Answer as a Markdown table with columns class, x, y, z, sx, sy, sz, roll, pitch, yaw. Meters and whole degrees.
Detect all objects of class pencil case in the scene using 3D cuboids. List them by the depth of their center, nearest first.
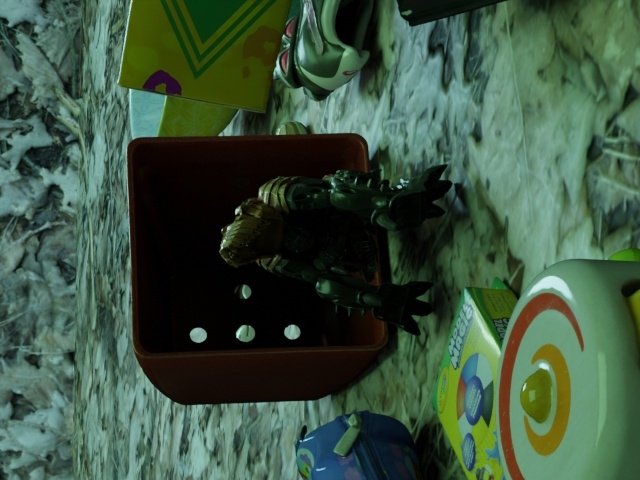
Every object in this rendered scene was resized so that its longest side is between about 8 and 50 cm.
| class | x | y | z | sx | sy | sz | roll | pitch | yaw |
| --- | --- | --- | --- | --- | --- | --- | --- | --- | --- |
| pencil case | 0.063 | 0.283 | 1.670 | 0.306 | 0.119 | 0.133 | -111 | 8 | -52 |

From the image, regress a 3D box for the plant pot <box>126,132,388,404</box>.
| class | x | y | z | sx | sy | sz | roll | pitch | yaw |
| --- | --- | --- | --- | --- | --- | --- | --- | --- | --- |
| plant pot | -0.081 | 0.056 | 2.003 | 0.236 | 0.267 | 0.267 | 101 | 166 | -60 |

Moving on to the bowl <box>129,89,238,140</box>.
| class | x | y | z | sx | sy | sz | roll | pitch | yaw |
| --- | --- | --- | --- | --- | --- | --- | --- | --- | --- |
| bowl | -0.162 | -0.250 | 2.477 | 0.289 | 0.156 | 0.289 | -175 | 90 | -73 |

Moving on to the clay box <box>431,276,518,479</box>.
| class | x | y | z | sx | sy | sz | roll | pitch | yaw |
| --- | --- | --- | --- | --- | --- | --- | --- | --- | --- |
| clay box | 0.152 | 0.135 | 1.536 | 0.222 | 0.053 | 0.127 | -116 | 35 | -57 |

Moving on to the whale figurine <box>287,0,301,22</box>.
| class | x | y | z | sx | sy | sz | roll | pitch | yaw |
| --- | --- | --- | --- | --- | --- | --- | --- | --- | --- |
| whale figurine | -0.069 | -0.348 | 2.305 | 0.272 | 0.141 | 0.216 | -65 | -11 | -64 |

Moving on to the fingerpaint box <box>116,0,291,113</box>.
| class | x | y | z | sx | sy | sz | roll | pitch | yaw |
| --- | --- | --- | --- | --- | --- | --- | --- | --- | --- |
| fingerpaint box | -0.084 | -0.412 | 1.814 | 0.445 | 0.163 | 0.371 | -89 | 12 | -51 |

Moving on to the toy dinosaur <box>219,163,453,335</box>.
| class | x | y | z | sx | sy | sz | roll | pitch | yaw |
| --- | --- | --- | --- | --- | --- | --- | --- | --- | --- |
| toy dinosaur | 0.000 | 0.000 | 1.762 | 0.322 | 0.218 | 0.164 | -43 | -40 | -47 |

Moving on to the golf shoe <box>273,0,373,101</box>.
| class | x | y | z | sx | sy | sz | roll | pitch | yaw |
| --- | --- | --- | --- | --- | --- | --- | --- | --- | --- |
| golf shoe | 0.017 | -0.298 | 2.058 | 0.120 | 0.105 | 0.273 | -19 | 66 | 47 |

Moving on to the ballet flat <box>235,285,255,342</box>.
| class | x | y | z | sx | sy | sz | roll | pitch | yaw |
| --- | --- | --- | --- | --- | --- | --- | --- | --- | --- |
| ballet flat | -0.101 | 0.114 | 2.363 | 0.052 | 0.057 | 0.168 | -56 | 32 | 40 |

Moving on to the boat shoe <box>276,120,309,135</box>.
| class | x | y | z | sx | sy | sz | roll | pitch | yaw |
| --- | --- | --- | --- | --- | --- | --- | --- | --- | --- |
| boat shoe | -0.048 | -0.065 | 2.203 | 0.068 | 0.072 | 0.190 | 122 | 148 | -57 |

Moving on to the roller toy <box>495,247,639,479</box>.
| class | x | y | z | sx | sy | sz | roll | pitch | yaw |
| --- | --- | --- | --- | --- | --- | --- | --- | --- | --- |
| roller toy | 0.206 | 0.109 | 1.211 | 0.209 | 0.146 | 0.191 | -148 | 64 | -70 |

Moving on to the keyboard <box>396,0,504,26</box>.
| class | x | y | z | sx | sy | sz | roll | pitch | yaw |
| --- | --- | --- | --- | --- | --- | --- | --- | --- | --- |
| keyboard | 0.164 | -0.303 | 1.488 | 0.317 | 0.033 | 0.201 | -8 | 84 | 52 |
